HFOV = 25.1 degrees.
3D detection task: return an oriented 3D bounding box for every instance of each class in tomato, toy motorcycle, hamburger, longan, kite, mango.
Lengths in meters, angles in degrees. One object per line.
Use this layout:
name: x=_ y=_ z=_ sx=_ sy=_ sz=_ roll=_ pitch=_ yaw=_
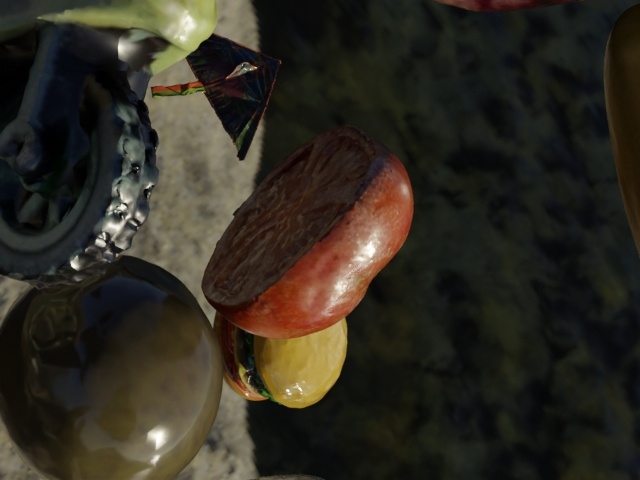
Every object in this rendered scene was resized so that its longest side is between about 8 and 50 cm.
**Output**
tomato: x=0.000 y=0.000 z=1.323 sx=0.095 sy=0.237 sz=0.236 roll=41 pitch=42 yaw=-21
toy motorcycle: x=-0.212 y=-0.152 z=0.881 sx=0.410 sy=0.237 sz=0.169 roll=36 pitch=3 yaw=33
hamburger: x=-0.043 y=0.106 z=1.568 sx=0.162 sy=0.115 sz=0.162 roll=2 pitch=87 yaw=-53
longan: x=-0.197 y=0.130 z=1.364 sx=0.248 sy=0.248 sz=0.248 roll=25 pitch=49 yaw=-33
kite: x=-0.108 y=-0.171 z=1.525 sx=0.159 sy=0.010 sz=0.190 roll=-23 pitch=75 yaw=-28
mango: x=0.191 y=-0.029 z=0.710 sx=0.102 sy=0.085 sz=0.184 roll=-47 pitch=120 yaw=-56

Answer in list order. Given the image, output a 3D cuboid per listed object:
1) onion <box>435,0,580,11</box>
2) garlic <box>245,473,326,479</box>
onion: x=0.109 y=-0.239 z=0.769 sx=0.252 sy=0.252 sz=0.219 roll=34 pitch=63 yaw=-26
garlic: x=-0.048 y=0.322 z=0.966 sx=0.286 sy=0.313 sz=0.249 roll=42 pitch=-5 yaw=22
